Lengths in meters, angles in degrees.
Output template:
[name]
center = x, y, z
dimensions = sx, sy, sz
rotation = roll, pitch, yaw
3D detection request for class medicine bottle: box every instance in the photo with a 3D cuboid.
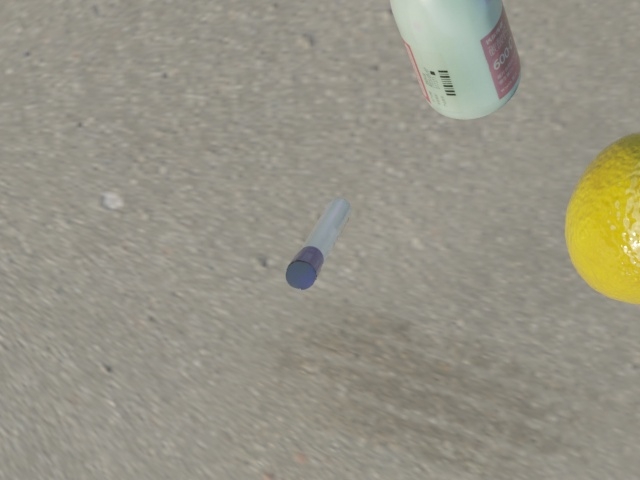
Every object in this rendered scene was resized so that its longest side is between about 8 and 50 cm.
[medicine bottle]
center = 0.103, -0.200, 1.490
dimensions = 0.090, 0.090, 0.216
rotation = -39, 140, -12

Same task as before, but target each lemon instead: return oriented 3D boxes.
[lemon]
center = 0.359, -0.024, 1.946
dimensions = 0.187, 0.244, 0.186
rotation = 14, 53, -19

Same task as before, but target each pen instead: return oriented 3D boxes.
[pen]
center = 0.001, 0.000, 1.936
dimensions = 0.033, 0.269, 0.033
rotation = 2, 105, 8
